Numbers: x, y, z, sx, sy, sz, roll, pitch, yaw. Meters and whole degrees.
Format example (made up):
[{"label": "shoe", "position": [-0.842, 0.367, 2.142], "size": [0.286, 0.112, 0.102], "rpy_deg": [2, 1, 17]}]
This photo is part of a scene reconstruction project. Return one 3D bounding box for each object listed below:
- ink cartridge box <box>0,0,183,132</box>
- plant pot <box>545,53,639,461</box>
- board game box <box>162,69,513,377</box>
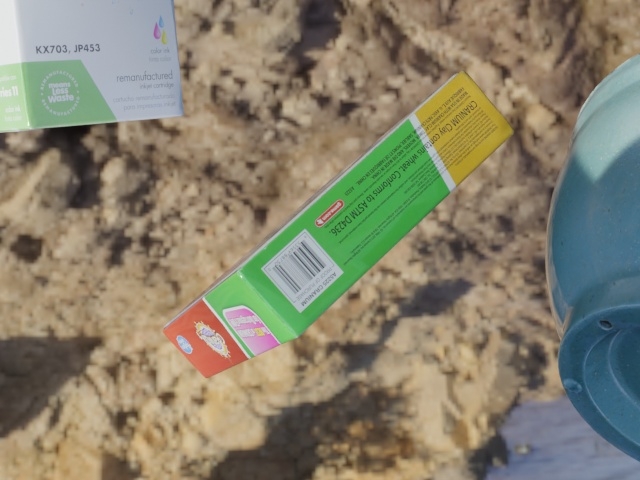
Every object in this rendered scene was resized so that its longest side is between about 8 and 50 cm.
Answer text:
[{"label": "ink cartridge box", "position": [-0.276, -0.302, 1.288], "size": [0.207, 0.354, 0.119], "rpy_deg": [-12, -170, -42]}, {"label": "plant pot", "position": [0.272, 0.038, 0.788], "size": [0.293, 0.196, 0.293], "rpy_deg": [22, 144, 17]}, {"label": "board game box", "position": [0.000, 0.000, 0.997], "size": [0.242, 0.064, 0.316], "rpy_deg": [-42, -177, -20]}]
